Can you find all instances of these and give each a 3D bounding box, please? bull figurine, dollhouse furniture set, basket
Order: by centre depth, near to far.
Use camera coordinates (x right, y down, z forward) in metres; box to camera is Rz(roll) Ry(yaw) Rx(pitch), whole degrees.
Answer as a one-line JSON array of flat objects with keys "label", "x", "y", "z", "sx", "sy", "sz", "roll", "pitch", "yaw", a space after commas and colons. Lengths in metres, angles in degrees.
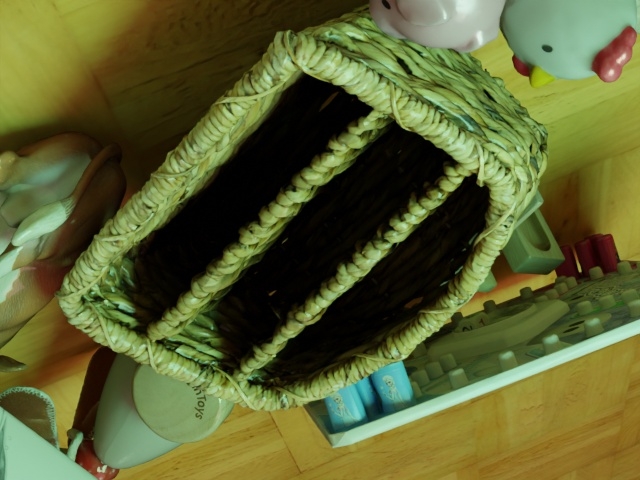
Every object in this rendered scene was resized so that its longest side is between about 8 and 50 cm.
[{"label": "basket", "x": 0.000, "y": 0.000, "z": 0.856, "sx": 0.299, "sy": 0.213, "sz": 0.223, "roll": -43, "pitch": 179, "yaw": 29}, {"label": "bull figurine", "x": -0.263, "y": 0.039, "z": 0.898, "sx": 0.310, "sy": 0.101, "sz": 0.188, "roll": -50, "pitch": 173, "yaw": 27}, {"label": "dollhouse furniture set", "x": 0.170, "y": -0.044, "z": 1.045, "sx": 0.151, "sy": 0.144, "sz": 0.123, "roll": 6, "pitch": 140, "yaw": -38}]

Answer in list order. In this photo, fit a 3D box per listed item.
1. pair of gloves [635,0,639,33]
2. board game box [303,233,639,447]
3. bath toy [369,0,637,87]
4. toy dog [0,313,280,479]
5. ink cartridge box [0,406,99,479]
[{"label": "pair of gloves", "x": 0.352, "y": -0.220, "z": 0.996, "sx": 0.204, "sy": 0.042, "sz": 0.240, "roll": -41, "pitch": 146, "yaw": 27}, {"label": "board game box", "x": 0.164, "y": 0.075, "z": 1.137, "sx": 0.390, "sy": 0.050, "sz": 0.390, "roll": -20, "pitch": -179, "yaw": -6}, {"label": "bath toy", "x": 0.070, "y": -0.180, "z": 0.724, "sx": 0.348, "sy": 0.129, "sz": 0.151, "roll": 20, "pitch": 130, "yaw": -37}, {"label": "toy dog", "x": -0.188, "y": 0.125, "z": 1.046, "sx": 0.334, "sy": 0.161, "sz": 0.220, "roll": -32, "pitch": 179, "yaw": 4}, {"label": "ink cartridge box", "x": -0.286, "y": 0.201, "z": 0.828, "sx": 0.207, "sy": 0.117, "sz": 0.283, "roll": -27, "pitch": 125, "yaw": 24}]
